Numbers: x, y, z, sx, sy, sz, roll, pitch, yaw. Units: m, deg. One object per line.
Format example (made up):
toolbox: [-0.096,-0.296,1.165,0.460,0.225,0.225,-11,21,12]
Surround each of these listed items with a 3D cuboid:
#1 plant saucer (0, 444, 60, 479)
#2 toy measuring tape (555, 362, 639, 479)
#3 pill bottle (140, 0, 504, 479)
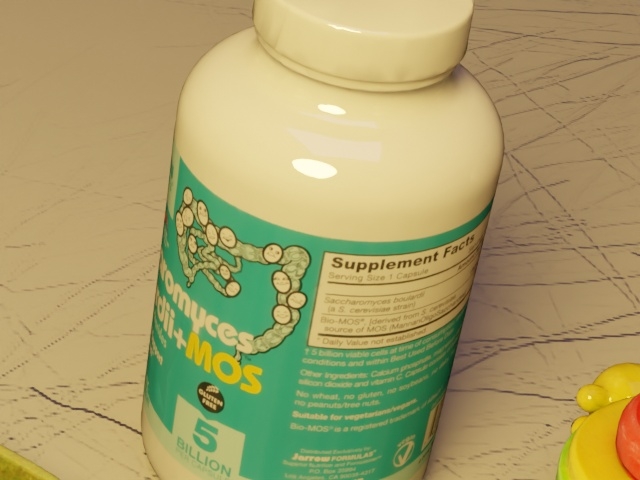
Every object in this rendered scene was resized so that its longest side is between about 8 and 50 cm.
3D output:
plant saucer: [-0.237,0.128,0.716,0.188,0.045,0.188,25,37,21]
toy measuring tape: [0.177,0.158,0.715,0.121,0.121,0.330,-1,32,-17]
pill bottle: [0.000,0.000,0.772,0.146,0.264,0.146,7,33,-5]
